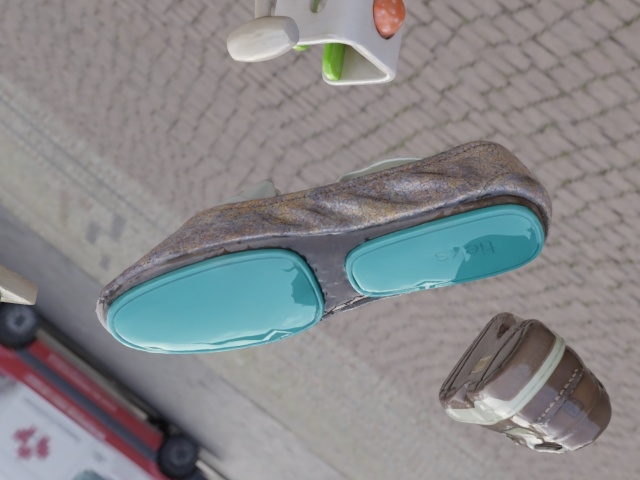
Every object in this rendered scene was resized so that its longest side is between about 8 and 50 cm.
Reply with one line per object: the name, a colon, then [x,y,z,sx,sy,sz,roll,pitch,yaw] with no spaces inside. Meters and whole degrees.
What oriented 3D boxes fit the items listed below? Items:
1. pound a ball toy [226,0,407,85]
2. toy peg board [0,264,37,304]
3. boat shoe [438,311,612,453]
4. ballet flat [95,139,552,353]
pound a ball toy: [0.026,-0.319,1.460,0.136,0.319,0.208,0,162,32]
toy peg board: [-0.293,0.043,0.846,0.161,0.079,0.161,6,167,9]
boat shoe: [0.153,0.116,0.958,0.095,0.095,0.257,37,180,1]
ballet flat: [0.000,0.000,0.901,0.106,0.316,0.107,-99,-3,-46]
